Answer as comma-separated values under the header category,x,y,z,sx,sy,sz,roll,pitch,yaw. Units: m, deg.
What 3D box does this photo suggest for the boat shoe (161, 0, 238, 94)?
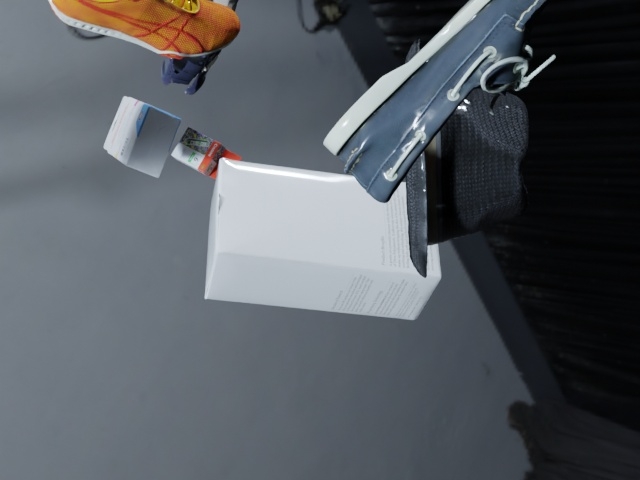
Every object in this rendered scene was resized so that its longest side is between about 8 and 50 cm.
category,x,y,z,sx,sy,sz,roll,pitch,yaw
boat shoe,-0.238,-0.428,1.774,0.127,0.158,0.340,23,40,-12

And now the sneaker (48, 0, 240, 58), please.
category,x,y,z,sx,sy,sz,roll,pitch,yaw
sneaker,-0.145,-0.204,0.793,0.175,0.067,0.064,4,61,-33

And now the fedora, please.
category,x,y,z,sx,sy,sz,roll,pitch,yaw
fedora,0.188,-0.108,1.168,0.334,0.152,0.334,-2,90,-83

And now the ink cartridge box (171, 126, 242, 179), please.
category,x,y,z,sx,sy,sz,roll,pitch,yaw
ink cartridge box,-0.208,-0.154,1.665,0.063,0.115,0.029,-60,160,-6

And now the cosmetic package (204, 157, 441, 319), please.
category,x,y,z,sx,sy,sz,roll,pitch,yaw
cosmetic package,0.000,0.000,1.511,0.365,0.155,0.197,7,56,-9

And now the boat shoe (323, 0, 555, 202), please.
category,x,y,z,sx,sy,sz,roll,pitch,yaw
boat shoe,0.116,-0.133,0.698,0.254,0.095,0.079,-42,89,7

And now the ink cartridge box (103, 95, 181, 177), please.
category,x,y,z,sx,sy,sz,roll,pitch,yaw
ink cartridge box,-0.302,-0.178,1.530,0.061,0.181,0.104,21,95,-29
